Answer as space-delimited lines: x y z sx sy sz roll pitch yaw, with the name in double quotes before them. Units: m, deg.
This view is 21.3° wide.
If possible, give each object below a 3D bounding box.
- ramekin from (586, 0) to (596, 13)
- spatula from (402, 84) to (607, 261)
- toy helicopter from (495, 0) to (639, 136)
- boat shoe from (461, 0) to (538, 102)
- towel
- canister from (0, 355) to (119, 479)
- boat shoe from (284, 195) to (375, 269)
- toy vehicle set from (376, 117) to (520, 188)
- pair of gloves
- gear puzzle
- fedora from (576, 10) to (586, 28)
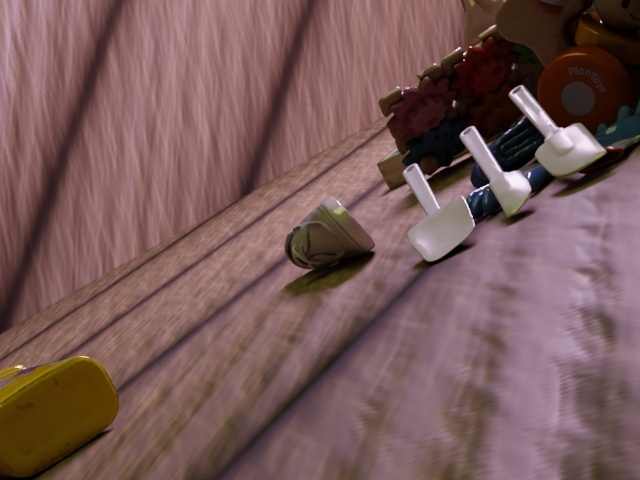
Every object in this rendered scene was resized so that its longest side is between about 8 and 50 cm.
"ramekin" 0.405 -0.282 1.721 0.303 0.148 0.303 -28 6 3
"spatula" 0.137 -0.063 1.427 0.168 0.019 0.242 -37 20 6
"toy helicopter" 0.225 -0.281 1.526 0.235 0.355 0.140 -45 -6 36
"boat shoe" 0.227 -0.288 2.020 0.102 0.285 0.092 -17 -28 37
"towel" 0.171 -0.080 1.540 0.067 0.029 0.119 -32 -5 -10
"canister" -0.254 0.151 1.414 0.126 0.073 0.170 -32 8 -32
"boat shoe" 0.000 0.000 1.611 0.063 0.066 0.184 -43 11 -9
"toy vehicle set" 0.179 -0.143 2.124 0.166 0.035 0.267 -26 6 21
"pair of gloves" 0.212 -0.074 1.438 0.198 0.023 0.159 -23 7 37
"gear puzzle" 0.230 -0.186 1.887 0.339 0.044 0.175 -33 -33 -3
"fedora" 0.340 -0.322 2.105 0.334 0.334 0.153 -26 36 25
